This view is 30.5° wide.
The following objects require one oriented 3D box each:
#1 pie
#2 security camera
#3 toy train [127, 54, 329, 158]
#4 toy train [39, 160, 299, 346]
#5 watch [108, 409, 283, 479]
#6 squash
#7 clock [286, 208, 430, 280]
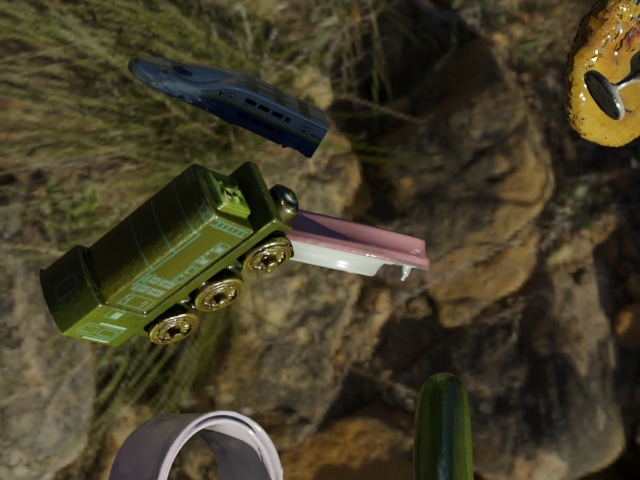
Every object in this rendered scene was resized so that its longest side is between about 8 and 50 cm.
[{"bbox_3d":[0.418,-0.246,1.530,0.273,0.069,0.273,-26,135,-29],"label":"pie"},{"bbox_3d":[0.298,-0.159,1.090,0.058,0.092,0.058,54,0,1],"label":"security camera"},{"bbox_3d":[-0.102,-0.164,1.322,0.234,0.051,0.052,24,27,-23],"label":"toy train"},{"bbox_3d":[-0.128,0.013,1.043,0.137,0.225,0.090,23,35,-55],"label":"toy train"},{"bbox_3d":[-0.137,0.327,1.384,0.244,0.196,0.231,-46,117,-42],"label":"watch"},{"bbox_3d":[0.135,0.251,1.277,0.066,0.066,0.252,53,29,-45],"label":"squash"},{"bbox_3d":[0.000,0.002,1.266,0.244,0.244,0.056,14,89,-63],"label":"clock"}]
